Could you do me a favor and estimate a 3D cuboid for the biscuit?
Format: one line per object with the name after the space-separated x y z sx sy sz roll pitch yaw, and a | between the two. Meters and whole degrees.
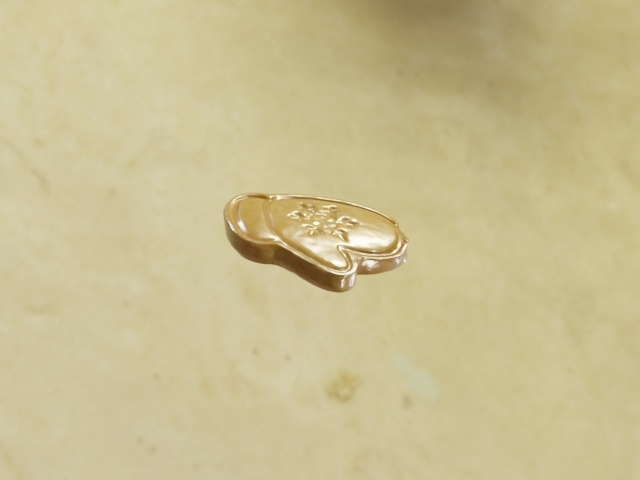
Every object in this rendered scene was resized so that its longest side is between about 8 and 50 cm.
0.000 -0.001 1.280 0.140 0.023 0.118 3 30 -20 | biscuit
